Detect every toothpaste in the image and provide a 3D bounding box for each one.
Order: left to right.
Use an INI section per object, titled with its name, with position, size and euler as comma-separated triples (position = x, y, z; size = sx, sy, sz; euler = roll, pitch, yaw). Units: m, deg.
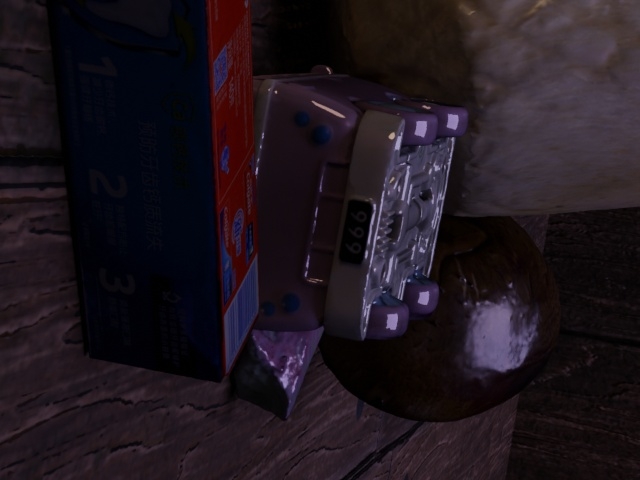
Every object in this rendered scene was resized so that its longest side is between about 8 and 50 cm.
[toothpaste]
position = -0.074, -0.078, 0.762
size = 0.066, 0.076, 0.320
euler = -64, 160, -51

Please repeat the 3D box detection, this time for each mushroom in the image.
[mushroom]
position = 0.094, 0.033, 1.313
size = 0.231, 0.194, 0.138
euler = -82, 173, -48

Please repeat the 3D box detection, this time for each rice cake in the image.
[rice cake]
position = 0.000, 0.001, 1.196
size = 0.081, 0.051, 0.290
euler = 88, 17, -44

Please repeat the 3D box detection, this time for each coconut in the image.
[coconut]
position = 0.165, -0.154, 1.155
size = 0.329, 0.329, 0.328
euler = 10, 90, -77

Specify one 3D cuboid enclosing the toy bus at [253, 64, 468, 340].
[toy bus]
position = 0.001, -0.027, 0.973
size = 0.202, 0.142, 0.142
euler = -22, 121, -74
